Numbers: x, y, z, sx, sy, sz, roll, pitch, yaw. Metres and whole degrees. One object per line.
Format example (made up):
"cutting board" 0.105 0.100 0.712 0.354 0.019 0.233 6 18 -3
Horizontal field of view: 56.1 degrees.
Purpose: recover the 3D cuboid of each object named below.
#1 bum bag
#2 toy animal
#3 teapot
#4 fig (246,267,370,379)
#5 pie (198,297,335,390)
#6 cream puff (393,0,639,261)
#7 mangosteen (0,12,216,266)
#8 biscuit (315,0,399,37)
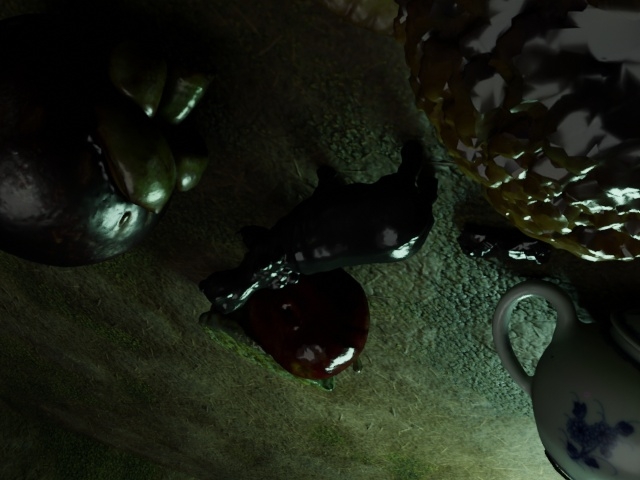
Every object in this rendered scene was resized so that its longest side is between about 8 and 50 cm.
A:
"bum bag" 0.246 0.007 0.815 0.124 0.034 0.058 5 149 24
"toy animal" -0.003 -0.010 0.811 0.343 0.168 0.106 -21 128 26
"teapot" 0.427 0.196 0.804 0.424 0.252 0.280 33 113 25
"fig" 0.002 0.123 1.007 0.203 0.186 0.249 29 -170 24
"pie" -0.097 0.191 1.115 0.274 0.105 0.257 30 175 -10
"cream puff" 0.206 -0.125 0.413 0.327 0.231 0.343 18 127 10
"mangosteen" -0.282 -0.126 0.727 0.346 0.307 0.307 -10 135 14
"biscuit" 0.083 -0.313 0.500 0.317 0.040 0.318 13 141 11
